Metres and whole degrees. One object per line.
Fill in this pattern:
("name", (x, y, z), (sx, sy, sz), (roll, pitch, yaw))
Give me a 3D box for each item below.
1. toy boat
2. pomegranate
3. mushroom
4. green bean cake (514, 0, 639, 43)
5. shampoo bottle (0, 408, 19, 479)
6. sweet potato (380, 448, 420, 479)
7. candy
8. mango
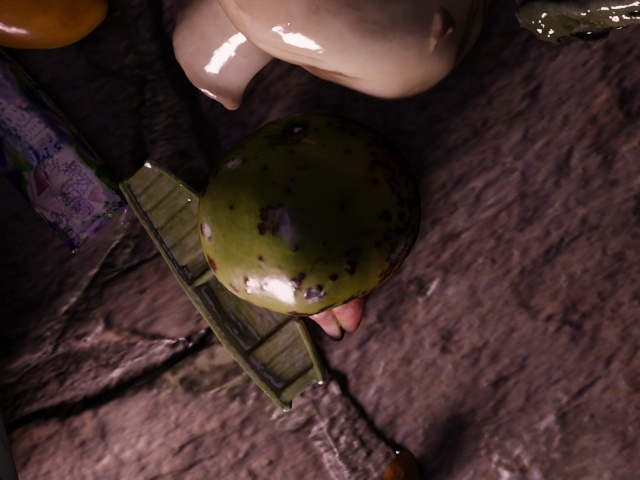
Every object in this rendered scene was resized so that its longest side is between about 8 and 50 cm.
("toy boat", (-0.095, 0.038, 1.501), (0.093, 0.055, 0.293), (-39, 85, 18))
("pomegranate", (0.000, 0.000, 1.411), (0.214, 0.214, 0.248), (-7, 127, 17))
("mushroom", (-0.020, -0.251, 1.350), (0.336, 0.314, 0.314), (-32, 87, 39))
("green bean cake", (0.270, -0.307, 1.269), (0.241, 0.132, 0.255), (-5, 98, 43))
("shampoo bottle", (-0.498, 0.190, 1.498), (0.331, 0.331, 0.343), (-13, 91, 18))
("sweet potato", (0.049, 0.294, 1.492), (0.054, 0.053, 0.182), (30, 112, -29))
("candy", (-0.321, -0.124, 1.546), (0.088, 0.061, 0.312), (-43, 84, 14))
("mango", (-0.343, -0.283, 1.476), (0.254, 0.175, 0.139), (37, 144, 8))
